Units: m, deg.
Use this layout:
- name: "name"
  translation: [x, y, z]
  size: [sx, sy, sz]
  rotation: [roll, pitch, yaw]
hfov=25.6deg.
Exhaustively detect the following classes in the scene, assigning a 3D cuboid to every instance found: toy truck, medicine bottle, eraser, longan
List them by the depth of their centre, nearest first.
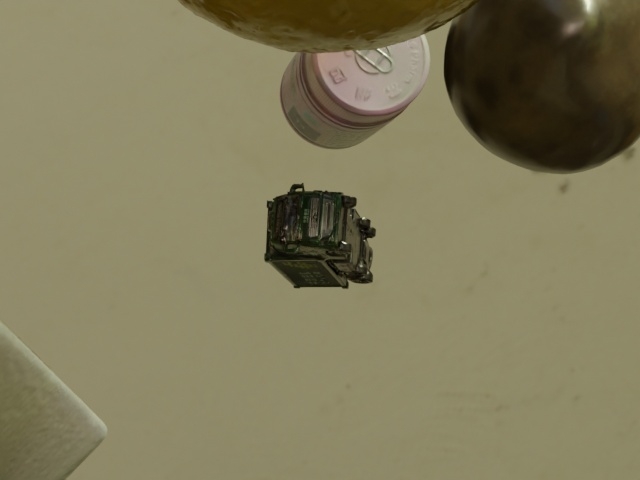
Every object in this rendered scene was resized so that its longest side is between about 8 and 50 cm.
- name: "longan"
  translation: [0.254, -0.198, 1.521]
  size: [0.258, 0.258, 0.258]
  rotation: [49, -20, 25]
- name: "eraser"
  translation: [-0.378, 0.159, 1.543]
  size: [0.331, 0.150, 0.331]
  rotation: [43, -14, 14]
- name: "medicine bottle"
  translation: [0.039, -0.207, 1.787]
  size: [0.152, 0.152, 0.254]
  rotation: [58, -11, 0]
- name: "toy truck"
  translation: [0.000, 0.000, 1.820]
  size: [0.259, 0.121, 0.088]
  rotation: [52, 41, -73]

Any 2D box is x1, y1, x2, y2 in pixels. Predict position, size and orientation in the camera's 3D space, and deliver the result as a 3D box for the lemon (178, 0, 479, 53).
- name: "lemon"
  translation: [0.005, -0.299, 1.055]
  size: [0.348, 0.348, 0.348]
  rotation: [49, -20, 25]
